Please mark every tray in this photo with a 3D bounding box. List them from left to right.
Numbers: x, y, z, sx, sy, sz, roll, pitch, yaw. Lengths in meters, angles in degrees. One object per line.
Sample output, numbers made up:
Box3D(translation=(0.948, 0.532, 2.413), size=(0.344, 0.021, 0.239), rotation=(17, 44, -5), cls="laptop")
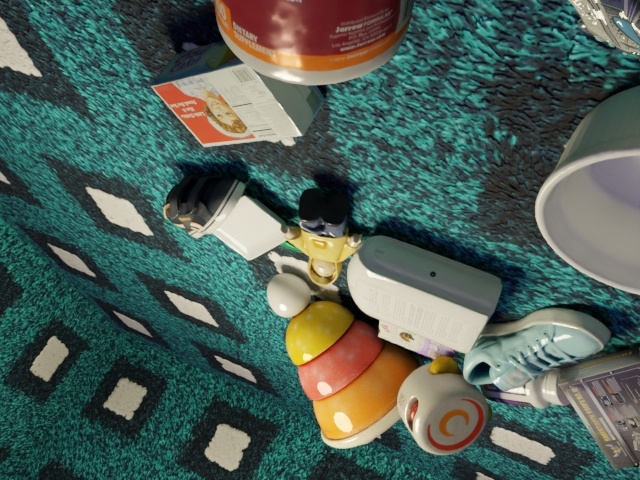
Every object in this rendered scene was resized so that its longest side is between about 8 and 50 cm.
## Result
Box3D(translation=(-0.171, -0.031, 1.412), size=(0.145, 0.030, 0.270), rotation=(38, 151, -15), cls="tray")

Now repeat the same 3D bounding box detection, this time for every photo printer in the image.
Box3D(translation=(0.204, 0.112, 1.246), size=(0.308, 0.107, 0.256), rotation=(20, 154, 14), cls="photo printer")

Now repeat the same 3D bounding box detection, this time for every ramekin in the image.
Box3D(translation=(0.418, -0.058, 0.708), size=(0.277, 0.135, 0.277), rotation=(23, 153, 12), cls="ramekin")

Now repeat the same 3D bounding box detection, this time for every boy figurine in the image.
Box3D(translation=(0.000, 0.000, 1.270), size=(0.177, 0.092, 0.285), rotation=(10, 149, 5), cls="boy figurine")

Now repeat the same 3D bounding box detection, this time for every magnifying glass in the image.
Box3D(translation=(-0.111, -0.012, 1.447), size=(0.231, 0.026, 0.092), rotation=(4, 145, 37), cls="magnifying glass")

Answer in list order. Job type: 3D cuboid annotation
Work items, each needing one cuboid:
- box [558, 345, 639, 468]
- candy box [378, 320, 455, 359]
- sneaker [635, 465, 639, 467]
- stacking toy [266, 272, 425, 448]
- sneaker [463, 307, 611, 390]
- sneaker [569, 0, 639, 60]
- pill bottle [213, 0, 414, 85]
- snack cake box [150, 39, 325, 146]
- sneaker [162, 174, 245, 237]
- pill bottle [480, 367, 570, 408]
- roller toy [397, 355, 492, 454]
Box3D(translation=(0.608, 0.328, 1.147), size=(0.183, 0.056, 0.231), rotation=(-30, 100, 36), cls="box")
Box3D(translation=(0.244, 0.214, 1.434), size=(0.196, 0.070, 0.164), rotation=(21, 153, 16), cls="candy box")
Box3D(translation=(0.668, 0.400, 1.253), size=(0.293, 0.146, 0.102), rotation=(29, 155, -1), cls="sneaker")
Box3D(translation=(0.026, 0.283, 1.601), size=(0.479, 0.351, 0.351), rotation=(53, 150, -7), cls="stacking toy")
Box3D(translation=(0.432, 0.247, 1.215), size=(0.135, 0.150, 0.366), rotation=(33, 154, -9), cls="sneaker")
Box3D(translation=(0.328, -0.228, 0.568), size=(0.283, 0.110, 0.122), rotation=(37, 170, -10), cls="sneaker")
Box3D(translation=(-0.002, -0.349, 0.511), size=(0.224, 0.224, 0.392), rotation=(24, 153, 11), cls="pill bottle")
Box3D(translation=(-0.142, -0.247, 0.985), size=(0.264, 0.089, 0.152), rotation=(3, 146, 42), cls="snack cake box")
Box3D(translation=(-0.287, -0.087, 1.370), size=(0.127, 0.126, 0.321), rotation=(35, 154, -19), cls="sneaker")
Box3D(translation=(0.479, 0.331, 1.364), size=(0.108, 0.108, 0.194), rotation=(44, 151, -27), cls="pill bottle")
Box3D(translation=(0.287, 0.396, 1.410), size=(0.209, 0.191, 0.146), rotation=(52, 180, -26), cls="roller toy")
